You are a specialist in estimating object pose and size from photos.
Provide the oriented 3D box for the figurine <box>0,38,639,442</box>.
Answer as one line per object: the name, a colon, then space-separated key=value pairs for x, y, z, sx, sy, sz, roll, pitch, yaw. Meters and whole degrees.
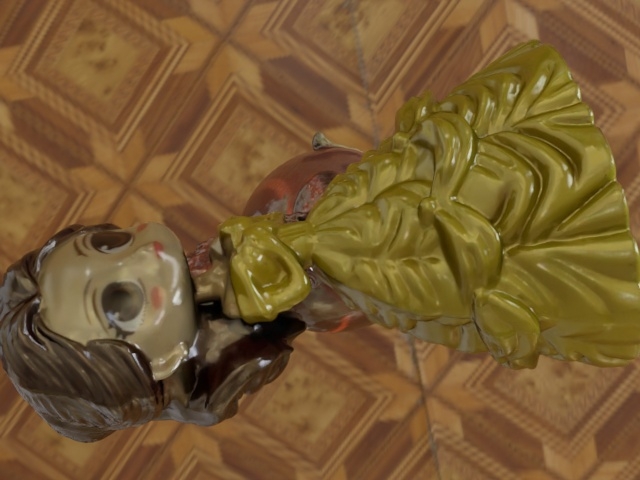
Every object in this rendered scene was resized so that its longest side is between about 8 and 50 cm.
figurine: x=-0.015 y=0.016 z=0.702 sx=0.315 sy=0.168 sz=0.187 roll=-14 pitch=75 yaw=-5

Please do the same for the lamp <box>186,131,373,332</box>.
lamp: x=0.009 y=0.008 z=1.058 sx=0.151 sy=0.223 sz=0.215 roll=49 pitch=136 yaw=-9
